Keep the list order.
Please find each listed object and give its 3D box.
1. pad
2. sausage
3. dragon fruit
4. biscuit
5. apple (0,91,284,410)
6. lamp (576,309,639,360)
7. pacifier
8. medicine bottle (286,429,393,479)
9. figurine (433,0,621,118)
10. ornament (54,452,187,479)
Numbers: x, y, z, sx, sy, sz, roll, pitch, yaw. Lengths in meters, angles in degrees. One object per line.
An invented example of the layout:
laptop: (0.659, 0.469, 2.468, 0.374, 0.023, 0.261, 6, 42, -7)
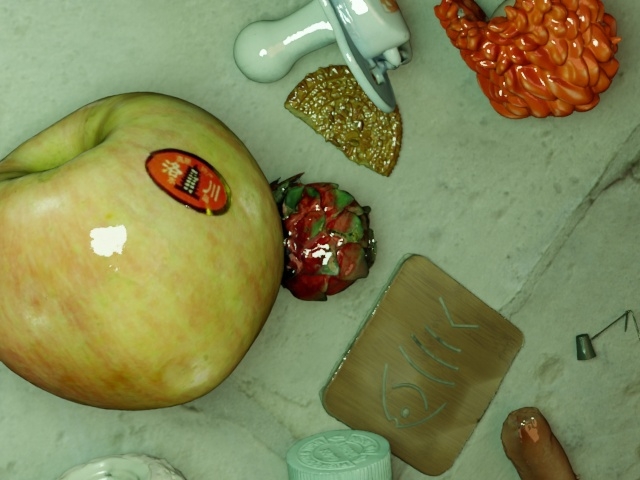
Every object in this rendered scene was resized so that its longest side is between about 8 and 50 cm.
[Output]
pad: (0.165, 0.202, 1.802, 0.286, 0.018, 0.284, 36, 82, -27)
sausage: (0.402, 0.450, 1.926, 0.094, 0.094, 0.419, -40, 114, -32)
dragon fruit: (-0.008, -0.002, 1.598, 0.188, 0.182, 0.182, 19, 90, -10)
biscuit: (0.050, -0.187, 1.674, 0.206, 0.025, 0.126, 33, 83, -28)
apple: (-0.229, 0.016, 1.374, 0.391, 0.391, 0.346, -37, 121, -17)
lamp: (0.483, 0.160, 1.951, 0.121, 0.041, 0.054, -17, 97, -20)
pacifier: (-0.009, -0.289, 1.558, 0.233, 0.244, 0.299, -24, 92, 11)
medicine bottle: (0.043, 0.457, 1.706, 0.158, 0.158, 0.318, -12, 104, -25)
figurine: (0.304, -0.383, 1.656, 0.306, 0.241, 0.412, -1, 89, -61)
ornament: (-0.261, 0.411, 1.487, 0.259, 0.259, 0.225, -19, 111, -23)
